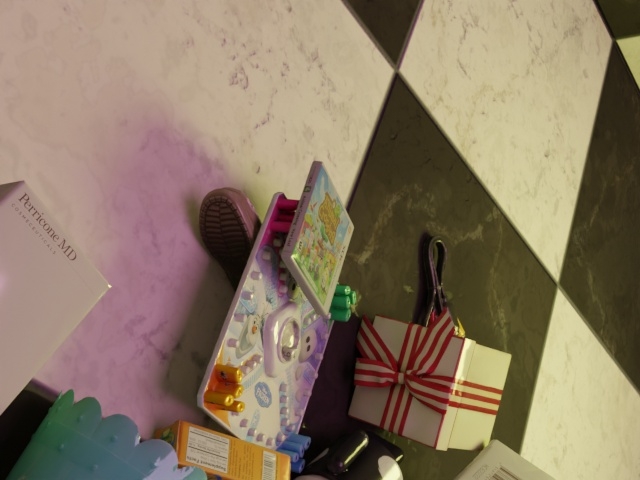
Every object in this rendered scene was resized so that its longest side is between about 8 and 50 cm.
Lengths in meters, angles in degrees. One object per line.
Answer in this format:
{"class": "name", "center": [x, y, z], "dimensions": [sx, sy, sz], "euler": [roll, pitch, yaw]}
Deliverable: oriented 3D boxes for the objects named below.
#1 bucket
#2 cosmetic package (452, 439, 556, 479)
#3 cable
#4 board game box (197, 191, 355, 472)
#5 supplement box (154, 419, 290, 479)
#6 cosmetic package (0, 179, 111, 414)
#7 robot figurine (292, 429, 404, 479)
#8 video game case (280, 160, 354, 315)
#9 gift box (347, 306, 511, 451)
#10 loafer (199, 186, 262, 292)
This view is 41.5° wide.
{"class": "bucket", "center": [-0.288, 0.348, 1.128], "dimensions": [0.183, 0.281, 0.281], "euler": [-57, 129, -24]}
{"class": "cosmetic package", "center": [0.300, 0.662, 1.749], "dimensions": [0.230, 0.162, 0.453], "euler": [-24, 137, -49]}
{"class": "cable", "center": [0.265, 0.137, 1.996], "dimensions": [0.140, 0.072, 0.287], "euler": [-13, 86, -33]}
{"class": "board game box", "center": [-0.055, 0.176, 1.492], "dimensions": [0.390, 0.050, 0.389], "euler": [59, 44, -54]}
{"class": "supplement box", "center": [-0.160, 0.365, 1.381], "dimensions": [0.233, 0.078, 0.080], "euler": [30, 47, -32]}
{"class": "cosmetic package", "center": [-0.456, 0.116, 1.019], "dimensions": [0.197, 0.155, 0.365], "euler": [56, 50, -29]}
{"class": "robot figurine", "center": [0.045, 0.476, 1.602], "dimensions": [0.278, 0.174, 0.209], "euler": [-31, 97, -47]}
{"class": "video game case", "center": [0.000, 0.000, 1.473], "dimensions": [0.212, 0.023, 0.193], "euler": [61, 40, -53]}
{"class": "gift box", "center": [0.219, 0.277, 1.763], "dimensions": [0.258, 0.255, 0.276], "euler": [20, 79, -50]}
{"class": "loafer", "center": [-0.130, 0.008, 1.470], "dimensions": [0.092, 0.102, 0.268], "euler": [-64, 147, -44]}
